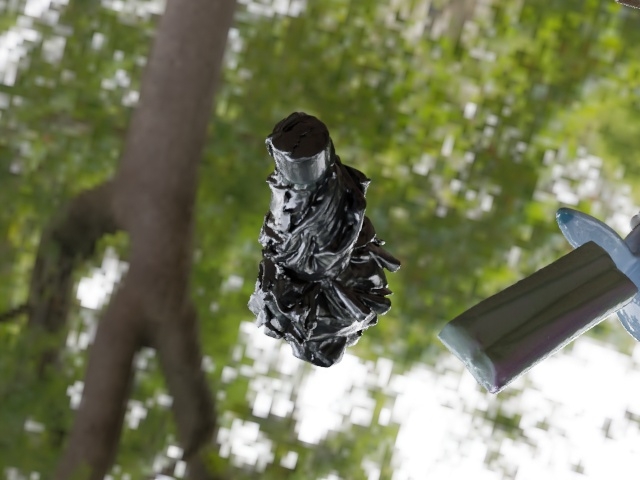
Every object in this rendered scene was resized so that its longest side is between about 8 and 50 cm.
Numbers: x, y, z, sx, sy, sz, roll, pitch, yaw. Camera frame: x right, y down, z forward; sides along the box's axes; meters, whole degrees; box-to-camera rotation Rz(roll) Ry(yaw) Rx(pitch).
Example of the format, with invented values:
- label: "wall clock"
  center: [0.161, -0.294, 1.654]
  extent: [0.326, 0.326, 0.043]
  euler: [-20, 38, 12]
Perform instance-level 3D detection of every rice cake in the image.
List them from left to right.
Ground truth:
- label: "rice cake"
  center: [0.212, 0.070, 1.852]
  extent: [0.221, 0.042, 0.080]
  euler: [-28, -118, -38]

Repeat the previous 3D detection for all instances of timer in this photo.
- label: "timer"
  center: [0.353, 0.008, 2.018]
  extent: [0.255, 0.175, 0.175]
  euler: [52, -176, -19]

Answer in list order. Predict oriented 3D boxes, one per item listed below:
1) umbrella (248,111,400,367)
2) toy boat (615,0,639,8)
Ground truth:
- label: "umbrella"
  center: [0.012, -0.002, 1.885]
  extent: [0.154, 0.336, 0.128]
  euler: [-19, -123, -21]
- label: "toy boat"
  center: [0.356, -0.278, 1.839]
  extent: [0.445, 0.162, 0.136]
  euler: [16, 168, -3]
